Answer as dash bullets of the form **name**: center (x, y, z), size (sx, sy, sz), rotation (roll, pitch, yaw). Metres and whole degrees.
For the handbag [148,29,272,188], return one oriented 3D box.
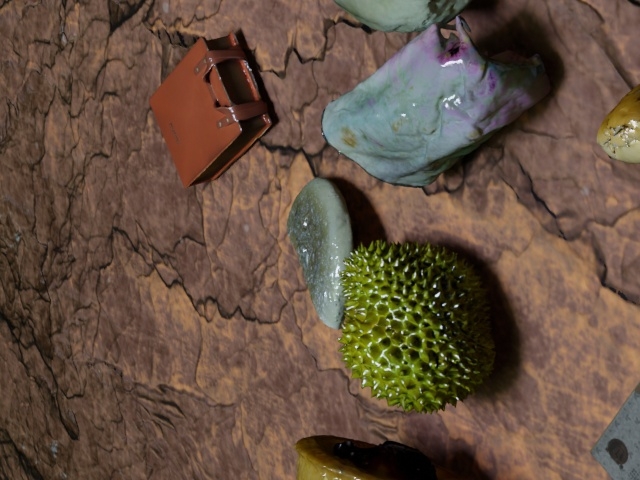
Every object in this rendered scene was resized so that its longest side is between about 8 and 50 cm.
- **handbag**: center (-0.134, -0.156, 1.936), size (0.190, 0.062, 0.127), rotation (-36, 74, 57)

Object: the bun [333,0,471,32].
- **bun**: center (0.083, -0.297, 1.529), size (0.221, 0.108, 0.221), rotation (11, 104, 52)

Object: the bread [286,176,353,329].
- **bread**: center (0.000, -0.005, 1.775), size (0.193, 0.036, 0.112), rotation (-111, 30, -46)

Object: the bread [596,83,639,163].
- **bread**: center (0.278, -0.103, 1.329), size (0.072, 0.106, 0.053), rotation (8, 124, 53)

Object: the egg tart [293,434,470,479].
- **egg tart**: center (0.060, 0.293, 1.688), size (0.215, 0.215, 0.171), rotation (21, 96, 49)

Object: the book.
- **book**: center (0.328, 0.185, 1.461), size (0.138, 0.016, 0.199), rotation (53, 141, 27)

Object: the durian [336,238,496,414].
- **durian**: center (0.091, 0.081, 1.637), size (0.159, 0.146, 0.198), rotation (-40, 71, 53)

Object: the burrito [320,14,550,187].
- **burrito**: center (0.109, -0.126, 1.540), size (0.229, 0.144, 0.089), rotation (-37, 31, 56)
